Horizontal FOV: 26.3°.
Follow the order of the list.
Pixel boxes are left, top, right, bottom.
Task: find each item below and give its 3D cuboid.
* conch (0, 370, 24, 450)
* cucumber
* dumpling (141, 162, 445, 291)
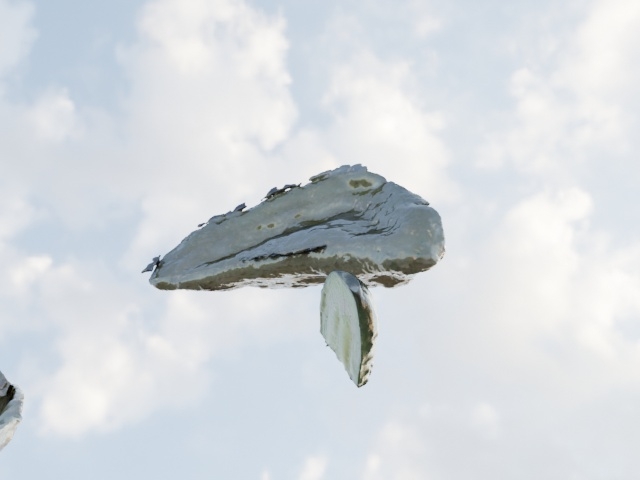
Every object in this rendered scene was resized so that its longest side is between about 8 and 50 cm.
[{"bbox_3d":[-0.316,0.134,0.875,0.263,0.324,0.186,-23,-54,-42],"label":"conch"},{"bbox_3d":[0.029,0.063,1.111,0.035,0.067,0.107,-22,-34,-19],"label":"cucumber"},{"bbox_3d":[0.000,0.005,1.294,0.332,0.166,0.086,-2,-58,36],"label":"dumpling"}]
